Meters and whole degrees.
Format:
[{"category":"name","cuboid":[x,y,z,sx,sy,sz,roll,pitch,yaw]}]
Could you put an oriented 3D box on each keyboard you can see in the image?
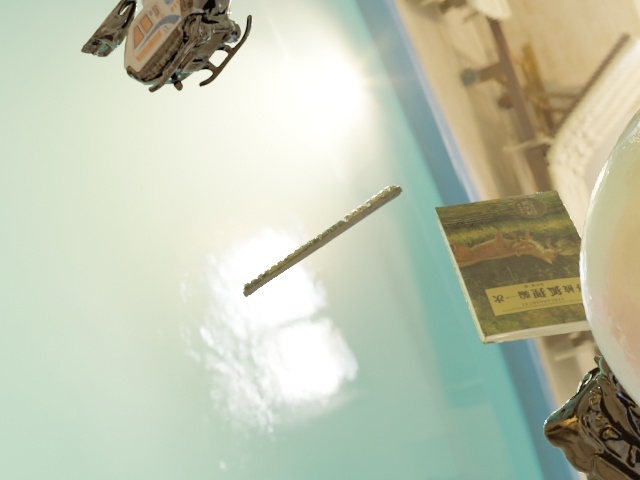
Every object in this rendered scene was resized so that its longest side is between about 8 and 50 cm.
[{"category":"keyboard","cuboid":[0.001,0.001,1.041,0.014,0.176,0.055,56,-2,-2]}]

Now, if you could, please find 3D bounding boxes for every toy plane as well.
[{"category":"toy plane","cuboid":[-0.077,-0.157,0.679,0.053,0.197,0.078,-16,65,-51]}]

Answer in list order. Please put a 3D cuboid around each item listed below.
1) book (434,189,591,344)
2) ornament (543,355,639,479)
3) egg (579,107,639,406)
[{"category":"book","cuboid":[0.237,0.026,1.301,0.228,0.160,0.024,-103,-173,-49]},{"category":"ornament","cuboid":[0.343,0.166,0.928,0.251,0.260,0.106,42,59,10]},{"category":"egg","cuboid":[0.214,0.017,0.526,0.183,0.183,0.217,-75,169,-52]}]
